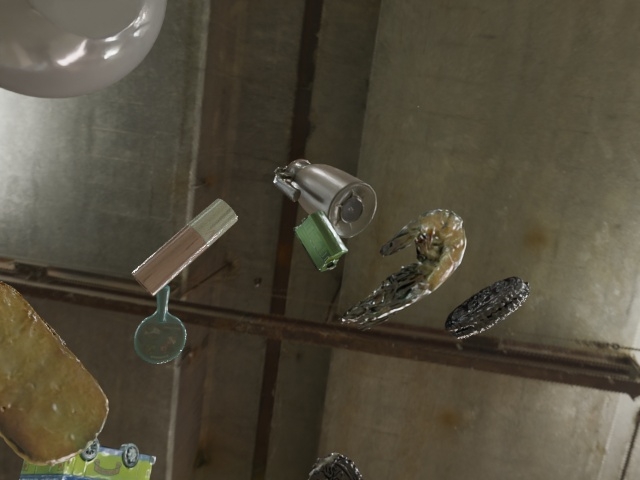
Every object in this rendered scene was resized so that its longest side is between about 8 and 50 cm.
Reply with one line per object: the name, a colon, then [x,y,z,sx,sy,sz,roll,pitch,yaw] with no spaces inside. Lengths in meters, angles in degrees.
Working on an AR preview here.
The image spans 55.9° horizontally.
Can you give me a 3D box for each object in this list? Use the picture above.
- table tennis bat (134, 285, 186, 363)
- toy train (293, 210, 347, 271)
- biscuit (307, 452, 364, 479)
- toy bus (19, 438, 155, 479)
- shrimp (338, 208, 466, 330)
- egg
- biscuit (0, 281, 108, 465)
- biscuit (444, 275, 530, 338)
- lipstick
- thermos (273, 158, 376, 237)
table tennis bat: [-0.390,0.205,1.473,0.124,0.033,0.201,1,-77,-25]
toy train: [0.000,0.000,0.938,0.093,0.038,0.056,59,-43,16]
biscuit: [0.001,0.249,0.580,0.089,0.027,0.087,-1,-104,11]
toy bus: [-0.561,0.584,1.464,0.152,0.312,0.190,-11,-119,24]
shrimp: [0.183,0.058,1.350,0.365,0.071,0.233,-29,-50,-17]
egg: [-0.218,-0.200,0.459,0.232,0.176,0.176,27,-71,40]
biscuit: [-0.360,0.159,0.722,0.029,0.118,0.247,-21,-73,52]
biscuit: [0.340,0.137,1.240,0.194,0.194,0.053,-35,-92,15]
lipstick: [-0.299,0.013,1.342,0.070,0.070,0.254,47,-109,-3]
thermos: [-0.009,-0.092,1.102,0.193,0.137,0.105,39,-58,45]
